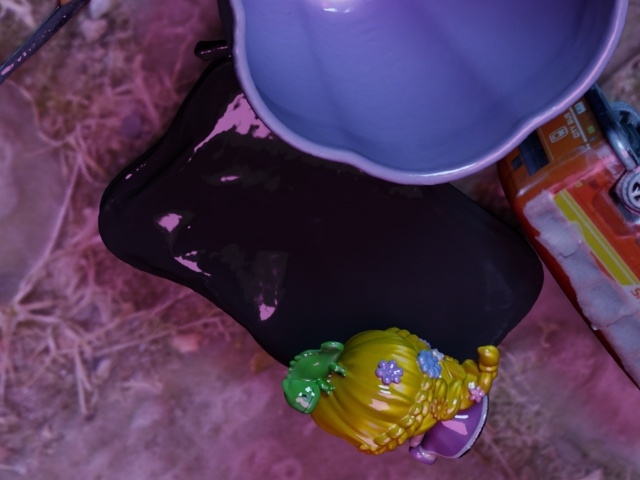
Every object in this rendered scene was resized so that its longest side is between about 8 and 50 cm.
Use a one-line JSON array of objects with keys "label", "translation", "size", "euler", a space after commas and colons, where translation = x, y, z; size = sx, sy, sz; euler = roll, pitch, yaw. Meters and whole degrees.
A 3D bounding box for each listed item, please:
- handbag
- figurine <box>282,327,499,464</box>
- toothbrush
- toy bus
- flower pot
[{"label": "handbag", "translation": [-0.003, -0.001, 1.415], "size": [0.332, 0.075, 0.191], "euler": [35, 108, -22]}, {"label": "figurine", "translation": [0.056, 0.100, 1.388], "size": [0.156, 0.095, 0.115], "euler": [24, 123, -27]}, {"label": "toothbrush", "translation": [-0.156, -0.195, 1.345], "size": [0.321, 0.023, 0.031], "euler": [-41, 121, 9]}, {"label": "toy bus", "translation": [0.239, 0.013, 1.436], "size": [0.120, 0.121, 0.265], "euler": [-32, 118, 12]}, {"label": "flower pot", "translation": [0.036, -0.205, 1.238], "size": [0.265, 0.243, 0.265], "euler": [-8, 120, -14]}]
